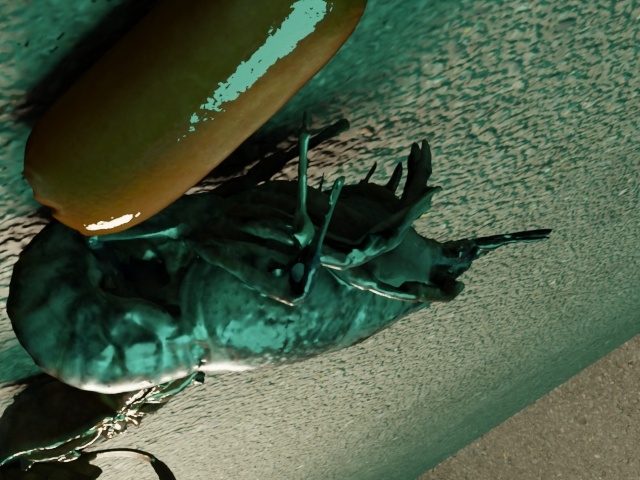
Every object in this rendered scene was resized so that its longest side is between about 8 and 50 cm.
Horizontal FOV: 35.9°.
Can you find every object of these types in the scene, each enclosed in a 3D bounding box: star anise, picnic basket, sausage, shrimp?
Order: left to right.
[{"bbox_3d":[-0.228,0.274,0.986,0.179,0.128,0.138,-10,155,-22],"label":"picnic basket"},{"bbox_3d":[-0.172,0.125,0.816,0.208,0.063,0.172,-35,164,5],"label":"star anise"},{"bbox_3d":[-0.058,-0.077,0.461,0.197,0.076,0.076,-39,158,21],"label":"sausage"},{"bbox_3d":[-0.002,0.001,0.613,0.372,0.137,0.172,-19,174,-22],"label":"shrimp"}]
